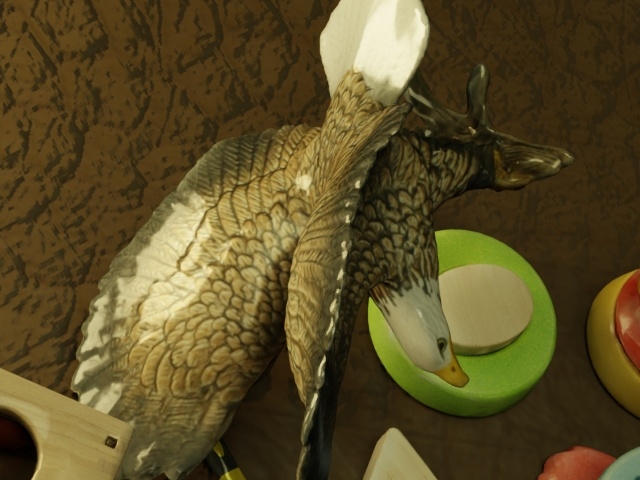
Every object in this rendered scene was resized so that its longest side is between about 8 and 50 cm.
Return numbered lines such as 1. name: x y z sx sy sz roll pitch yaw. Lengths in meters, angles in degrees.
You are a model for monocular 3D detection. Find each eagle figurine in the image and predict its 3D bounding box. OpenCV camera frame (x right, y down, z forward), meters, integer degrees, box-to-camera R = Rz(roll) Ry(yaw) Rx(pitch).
1. eagle figurine: 0.007 0.008 0.870 0.225 0.226 0.298 40 53 23

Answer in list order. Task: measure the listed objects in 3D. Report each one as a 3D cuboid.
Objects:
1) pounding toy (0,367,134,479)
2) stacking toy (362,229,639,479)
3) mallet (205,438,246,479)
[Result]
1. pounding toy: -0.139 0.132 0.804 0.206 0.181 0.094 24 57 -6
2. stacking toy: 0.171 0.105 0.959 0.279 0.130 0.309 18 59 -10
3. mallet: -0.044 0.145 0.920 0.062 0.039 0.190 -16 66 -26
